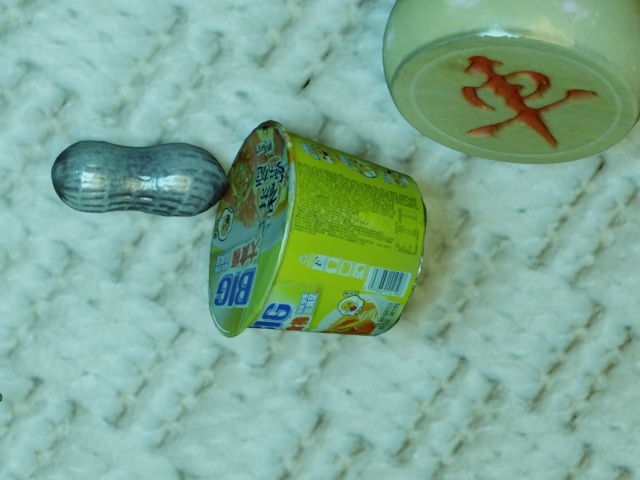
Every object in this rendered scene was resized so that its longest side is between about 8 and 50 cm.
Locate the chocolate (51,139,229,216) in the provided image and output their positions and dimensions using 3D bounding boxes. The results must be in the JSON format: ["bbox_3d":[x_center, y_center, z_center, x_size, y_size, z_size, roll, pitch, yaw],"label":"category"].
[{"bbox_3d":[-0.168,-0.058,1.544,0.167,0.072,0.072,3,101,-10],"label":"chocolate"}]

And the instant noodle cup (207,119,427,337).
[{"bbox_3d":[0.000,0.000,1.531,0.153,0.205,0.205,11,100,-20],"label":"instant noodle cup"}]

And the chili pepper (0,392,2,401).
[{"bbox_3d":[-0.393,0.143,1.543,0.204,0.073,0.072,7,119,-1],"label":"chili pepper"}]

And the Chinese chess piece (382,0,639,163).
[{"bbox_3d":[0.180,-0.163,1.502,0.250,0.251,0.097,18,63,-14],"label":"Chinese chess piece"}]
